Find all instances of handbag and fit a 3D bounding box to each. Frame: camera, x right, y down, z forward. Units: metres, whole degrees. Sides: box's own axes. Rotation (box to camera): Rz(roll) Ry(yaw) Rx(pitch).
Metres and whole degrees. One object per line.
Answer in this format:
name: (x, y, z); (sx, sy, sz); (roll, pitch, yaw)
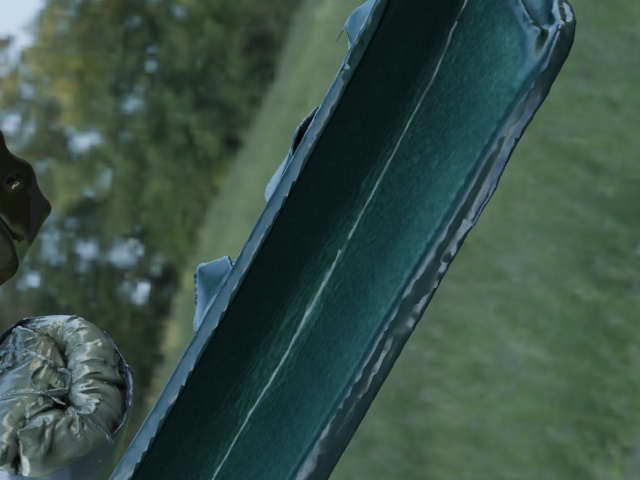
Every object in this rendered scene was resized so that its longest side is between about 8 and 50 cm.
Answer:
handbag: (-0.001, 0.000, 0.736); (0.326, 0.089, 0.238); (-62, 5, 17)
handbag: (-0.160, 0.123, 0.961); (0.173, 0.095, 0.117); (99, 175, -54)

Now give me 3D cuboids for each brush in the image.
brush: (-0.270, -0.091, 0.869); (0.071, 0.301, 0.084); (-39, 21, 22)
